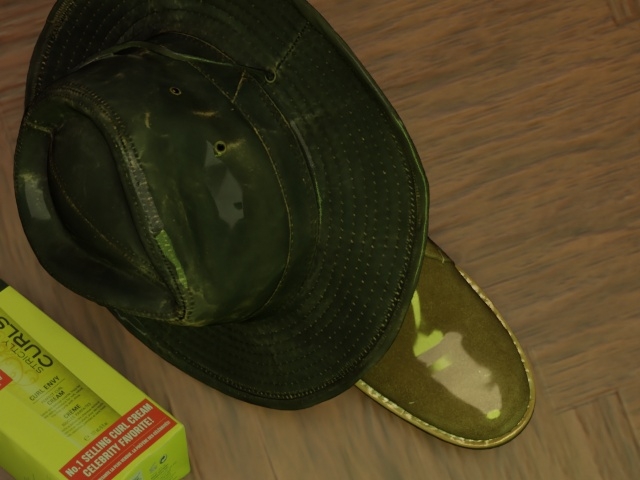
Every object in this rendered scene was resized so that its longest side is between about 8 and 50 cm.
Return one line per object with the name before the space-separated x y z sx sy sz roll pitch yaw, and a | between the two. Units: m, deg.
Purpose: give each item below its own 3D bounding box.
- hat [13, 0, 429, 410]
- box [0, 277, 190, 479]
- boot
hat | -0.100 -0.027 1.094 0.331 0.134 0.331 12 113 31
box | -0.196 0.098 1.133 0.232 0.058 0.087 36 59 27
boot | 0.033 0.016 1.165 0.112 0.115 0.305 -40 84 -10
